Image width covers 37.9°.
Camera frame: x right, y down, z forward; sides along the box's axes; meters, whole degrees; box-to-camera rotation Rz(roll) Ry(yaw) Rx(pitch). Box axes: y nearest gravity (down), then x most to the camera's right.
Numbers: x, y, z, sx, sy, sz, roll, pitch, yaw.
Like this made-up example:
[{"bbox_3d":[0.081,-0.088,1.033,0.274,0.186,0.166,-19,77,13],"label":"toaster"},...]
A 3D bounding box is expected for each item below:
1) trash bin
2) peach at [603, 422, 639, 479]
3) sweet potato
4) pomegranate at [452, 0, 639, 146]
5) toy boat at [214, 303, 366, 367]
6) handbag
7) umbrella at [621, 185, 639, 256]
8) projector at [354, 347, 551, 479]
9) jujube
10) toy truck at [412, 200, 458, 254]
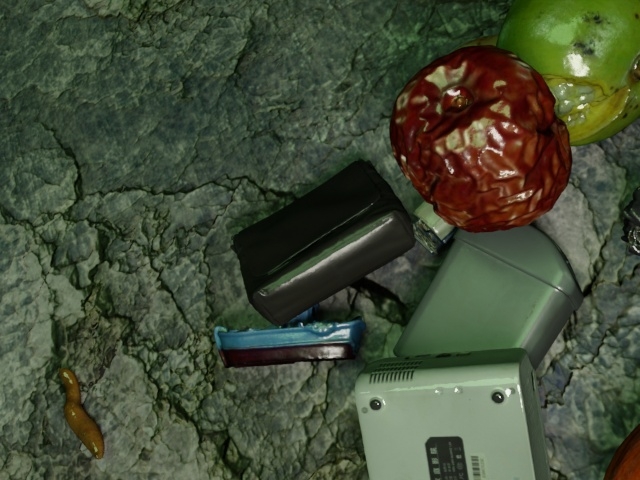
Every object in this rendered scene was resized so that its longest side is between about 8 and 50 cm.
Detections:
[{"bbox_3d":[0.222,0.089,1.200,0.176,0.101,0.236,30,86,30],"label":"trash bin"},{"bbox_3d":[0.421,0.258,0.960,0.232,0.232,0.257,36,96,32],"label":"peach"},{"bbox_3d":[-0.368,0.268,1.423,0.044,0.044,0.179,-41,52,4],"label":"sweet potato"},{"bbox_3d":[0.310,-0.247,1.244,0.302,0.236,0.236,8,71,50],"label":"pomegranate"},{"bbox_3d":[-0.048,0.125,1.302,0.223,0.100,0.097,-6,75,19],"label":"toy boat"},{"bbox_3d":[0.000,0.000,1.310,0.247,0.080,0.223,-31,27,3],"label":"handbag"},{"bbox_3d":[0.491,0.019,1.106,0.272,0.110,0.122,27,81,27],"label":"umbrella"},{"bbox_3d":[0.159,0.262,1.090,0.198,0.108,0.250,-7,98,22],"label":"projector"},{"bbox_3d":[0.192,-0.111,1.113,0.213,0.232,0.213,-12,64,26],"label":"jujube"},{"bbox_3d":[0.207,-0.069,1.278,0.201,0.088,0.074,-44,56,1],"label":"toy truck"}]
